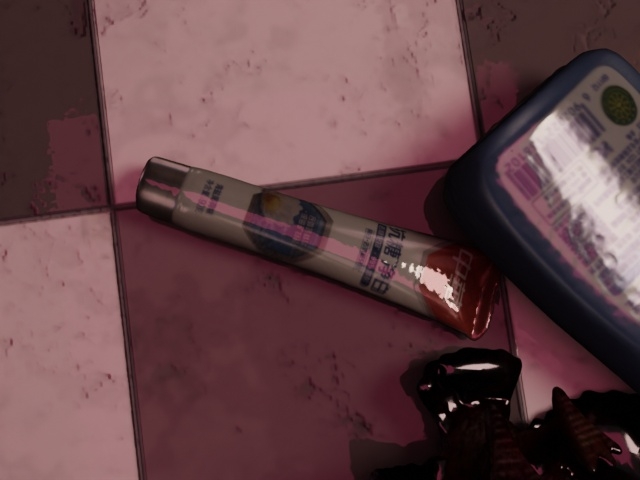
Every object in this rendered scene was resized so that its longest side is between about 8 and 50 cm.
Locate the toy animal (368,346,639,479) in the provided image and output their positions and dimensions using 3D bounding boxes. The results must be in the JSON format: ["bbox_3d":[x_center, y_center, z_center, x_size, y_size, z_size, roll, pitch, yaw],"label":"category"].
[{"bbox_3d":[0.116,0.167,0.513,0.218,0.116,0.180,-12,113,-30],"label":"toy animal"}]

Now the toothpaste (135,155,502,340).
[{"bbox_3d":[0.000,0.000,0.542,0.239,0.039,0.062,18,77,-2],"label":"toothpaste"}]

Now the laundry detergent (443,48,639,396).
[{"bbox_3d":[0.213,0.028,0.521,0.143,0.094,0.290,-40,89,-17],"label":"laundry detergent"}]
